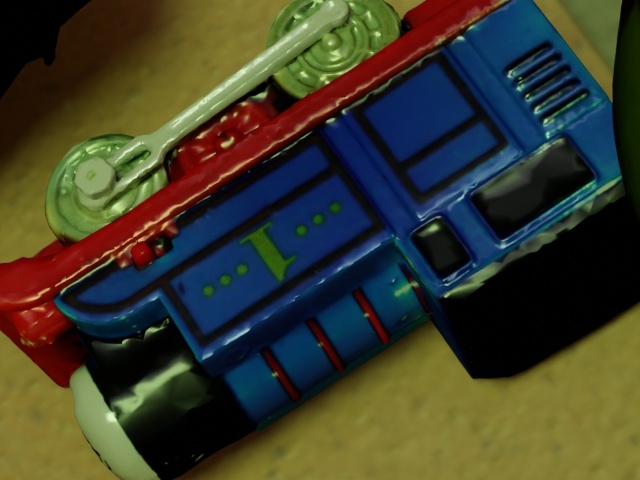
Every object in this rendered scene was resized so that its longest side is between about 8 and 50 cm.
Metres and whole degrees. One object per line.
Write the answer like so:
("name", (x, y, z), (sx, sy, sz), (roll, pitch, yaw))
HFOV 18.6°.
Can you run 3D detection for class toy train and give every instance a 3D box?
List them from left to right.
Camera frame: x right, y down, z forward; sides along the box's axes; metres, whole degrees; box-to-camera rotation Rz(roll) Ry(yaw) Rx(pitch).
("toy train", (0.000, 0.000, 0.627), (0.204, 0.083, 0.131), (-33, 66, -2))

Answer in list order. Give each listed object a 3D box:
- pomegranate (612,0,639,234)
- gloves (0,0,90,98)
("pomegranate", (0.208, -0.072, 0.530), (0.242, 0.242, 0.306), (11, 64, 18))
("gloves", (-0.206, -0.058, 0.664), (0.301, 0.152, 0.197), (-15, 43, 14))
